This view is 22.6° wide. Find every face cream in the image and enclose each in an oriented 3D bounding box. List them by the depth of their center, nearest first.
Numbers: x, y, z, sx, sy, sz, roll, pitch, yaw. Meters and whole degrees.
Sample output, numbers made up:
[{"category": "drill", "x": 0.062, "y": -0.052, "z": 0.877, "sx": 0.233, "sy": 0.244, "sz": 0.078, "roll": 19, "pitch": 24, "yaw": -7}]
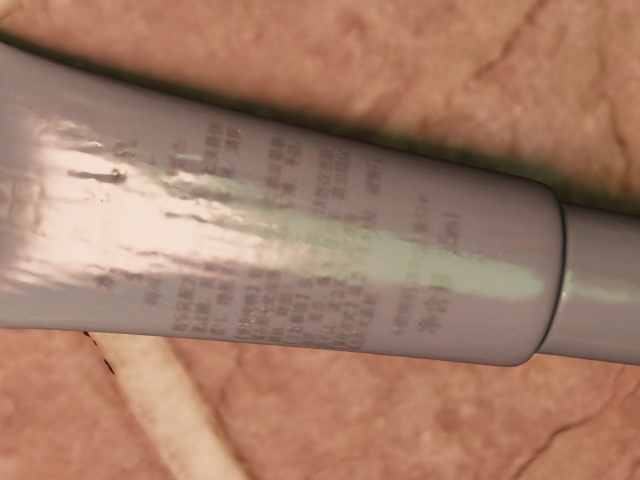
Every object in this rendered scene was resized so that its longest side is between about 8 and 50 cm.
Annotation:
[{"category": "face cream", "x": 0.000, "y": 0.000, "z": 0.725, "sx": 0.385, "sy": 0.086, "sz": 0.136, "roll": 9, "pitch": 100, "yaw": -10}]
